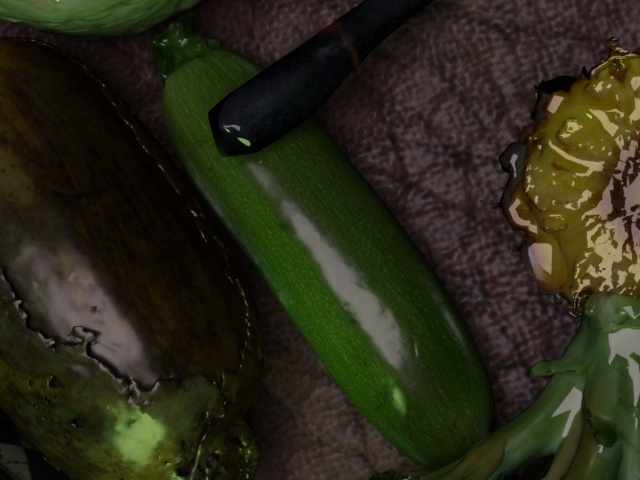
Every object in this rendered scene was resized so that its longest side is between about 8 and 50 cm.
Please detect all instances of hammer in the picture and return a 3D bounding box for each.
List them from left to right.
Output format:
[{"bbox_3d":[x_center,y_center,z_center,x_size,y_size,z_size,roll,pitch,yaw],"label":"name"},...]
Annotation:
[{"bbox_3d":[0.034,-0.159,1.134,0.290,0.037,0.137,-39,77,-15],"label":"hammer"}]

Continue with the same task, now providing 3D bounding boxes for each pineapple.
[{"bbox_3d":[0.229,-0.035,1.123,0.224,0.076,0.225,-1,87,14],"label":"pineapple"}]

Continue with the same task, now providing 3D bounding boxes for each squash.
[{"bbox_3d":[0.000,0.000,1.155,0.107,0.107,0.395,-37,82,9],"label":"squash"}]

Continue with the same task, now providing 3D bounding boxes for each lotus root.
[{"bbox_3d":[-0.172,0.025,1.146,0.196,0.179,0.397,-30,75,-29],"label":"lotus root"}]

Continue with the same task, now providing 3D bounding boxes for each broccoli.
[{"bbox_3d":[0.163,0.166,1.046,0.269,0.254,0.269,1,87,-10],"label":"broccoli"}]

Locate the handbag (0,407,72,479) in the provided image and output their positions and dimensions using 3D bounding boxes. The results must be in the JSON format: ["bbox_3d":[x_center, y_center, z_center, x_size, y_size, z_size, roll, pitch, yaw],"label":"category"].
[{"bbox_3d":[-0.262,0.343,1.180,0.316,0.180,0.416,30,100,19],"label":"handbag"}]

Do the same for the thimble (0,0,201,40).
[{"bbox_3d":[-0.178,-0.296,1.149,0.291,0.195,0.292,0,89,13],"label":"thimble"}]
